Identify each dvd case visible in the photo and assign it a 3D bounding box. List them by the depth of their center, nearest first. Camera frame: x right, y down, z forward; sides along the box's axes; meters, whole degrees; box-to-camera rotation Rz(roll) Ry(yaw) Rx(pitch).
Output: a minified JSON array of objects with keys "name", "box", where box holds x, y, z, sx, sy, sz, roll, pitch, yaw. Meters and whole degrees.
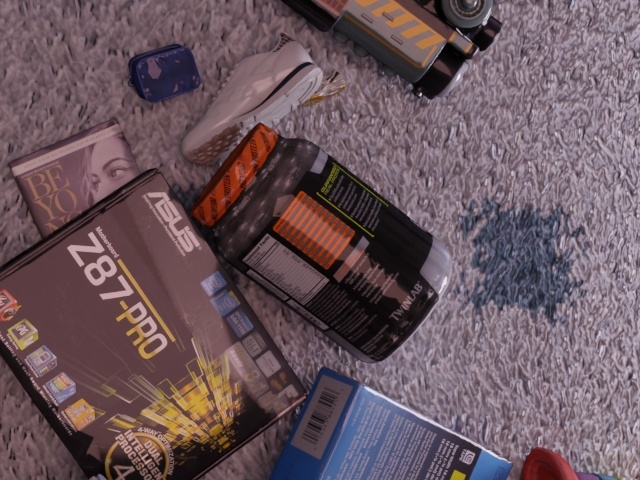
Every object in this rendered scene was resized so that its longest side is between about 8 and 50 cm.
[{"name":"dvd case","box":[-0.319,-0.041,1.802,0.164,0.018,0.221,-25,94,-13]}]

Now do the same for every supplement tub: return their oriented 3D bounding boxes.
[{"name":"supplement tub","box":[0.000,0.000,1.781,0.338,0.207,0.207,38,80,-10]}]

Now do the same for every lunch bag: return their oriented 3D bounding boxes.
[{"name":"lunch bag","box":[-0.226,-0.236,1.807,0.098,0.065,0.067,-18,108,-14]}]

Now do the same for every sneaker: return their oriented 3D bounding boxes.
[{"name":"sneaker","box":[-0.111,-0.200,1.832,0.235,0.090,0.095,-37,74,-8]},{"name":"sneaker","box":[-0.005,-0.225,1.880,0.083,0.032,0.037,-24,77,-15]}]

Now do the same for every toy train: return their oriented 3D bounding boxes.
[{"name":"toy train","box":[0.100,-0.352,1.859,0.334,0.142,0.190,34,93,-12]}]

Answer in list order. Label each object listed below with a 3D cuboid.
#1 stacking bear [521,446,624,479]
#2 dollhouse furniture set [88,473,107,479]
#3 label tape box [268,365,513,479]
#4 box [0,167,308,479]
[{"name":"stacking bear","box":[0.450,0.436,1.908,0.289,0.164,0.175,18,84,-17]},{"name":"dollhouse furniture set","box":[-0.231,0.411,1.703,0.303,0.198,0.286,44,97,4]},{"name":"label tape box","box":[0.093,0.359,1.829,0.334,0.106,0.240,31,81,-35]},{"name":"box","box":[-0.253,0.148,1.765,0.318,0.097,0.395,-35,100,-14]}]
